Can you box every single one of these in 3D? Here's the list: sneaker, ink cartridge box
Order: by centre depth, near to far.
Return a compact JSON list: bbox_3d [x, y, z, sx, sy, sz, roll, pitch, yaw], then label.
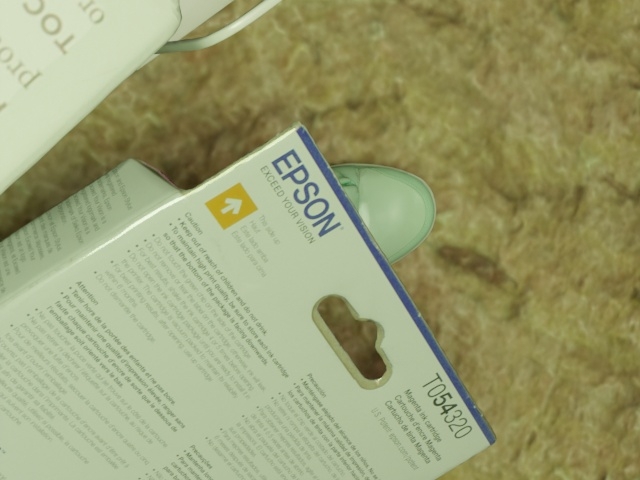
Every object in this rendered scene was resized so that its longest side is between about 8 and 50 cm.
[{"bbox_3d":[-0.091,0.108,0.771,0.330,0.071,0.324,-32,131,0],"label":"ink cartridge box"},{"bbox_3d":[0.000,0.001,0.869,0.255,0.151,0.094,-9,99,-27],"label":"sneaker"}]

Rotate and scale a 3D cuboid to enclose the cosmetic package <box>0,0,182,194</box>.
[{"bbox_3d":[-0.349,-0.094,0.578,0.394,0.329,0.327,-46,113,-14],"label":"cosmetic package"}]

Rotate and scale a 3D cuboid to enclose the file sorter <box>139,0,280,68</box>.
[{"bbox_3d":[-0.098,-0.274,0.774,0.193,0.173,0.278,-39,112,-17],"label":"file sorter"}]
